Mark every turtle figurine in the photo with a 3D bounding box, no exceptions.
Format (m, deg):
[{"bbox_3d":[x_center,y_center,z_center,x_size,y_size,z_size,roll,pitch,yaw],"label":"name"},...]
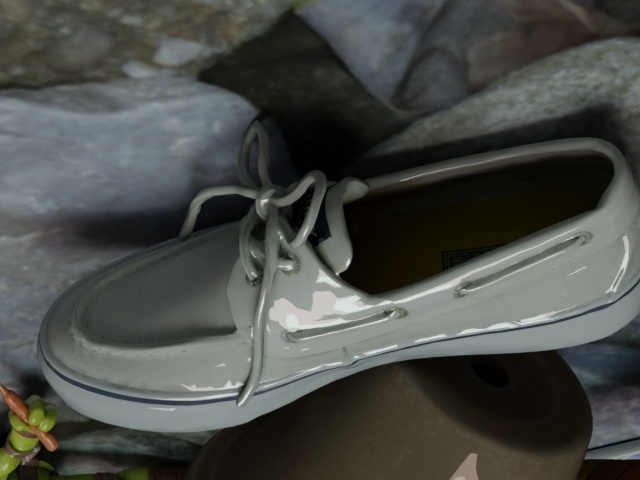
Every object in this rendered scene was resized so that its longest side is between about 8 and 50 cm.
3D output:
[{"bbox_3d":[-0.219,0.205,1.308,0.217,0.087,0.269,12,119,-26],"label":"turtle figurine"}]

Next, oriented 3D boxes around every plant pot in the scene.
[{"bbox_3d":[0.053,0.162,1.141,0.263,0.263,0.229,18,124,-20],"label":"plant pot"}]

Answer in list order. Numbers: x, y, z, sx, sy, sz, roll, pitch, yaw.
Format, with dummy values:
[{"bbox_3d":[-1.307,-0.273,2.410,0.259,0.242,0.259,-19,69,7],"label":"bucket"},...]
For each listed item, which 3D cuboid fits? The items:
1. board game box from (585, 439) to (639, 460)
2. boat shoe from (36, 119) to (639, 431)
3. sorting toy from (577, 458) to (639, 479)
[{"bbox_3d":[0.374,0.250,1.378,0.390,0.050,0.390,-17,140,24],"label":"board game box"},{"bbox_3d":[0.002,0.007,1.002,0.367,0.136,0.156,-8,142,9],"label":"boat shoe"},{"bbox_3d":[0.276,0.232,1.248,0.126,0.127,0.365,27,172,47],"label":"sorting toy"}]
